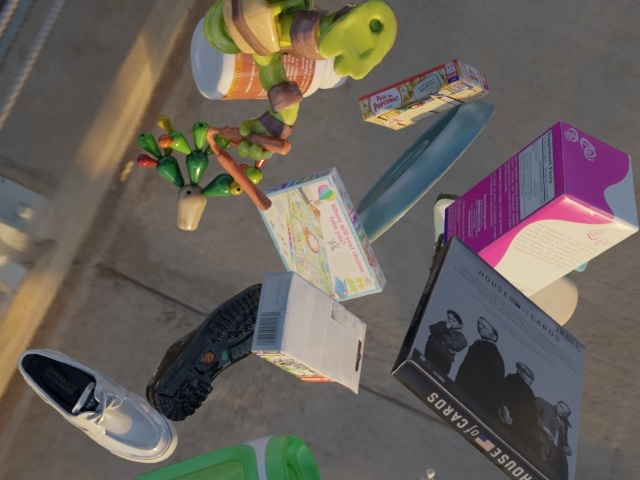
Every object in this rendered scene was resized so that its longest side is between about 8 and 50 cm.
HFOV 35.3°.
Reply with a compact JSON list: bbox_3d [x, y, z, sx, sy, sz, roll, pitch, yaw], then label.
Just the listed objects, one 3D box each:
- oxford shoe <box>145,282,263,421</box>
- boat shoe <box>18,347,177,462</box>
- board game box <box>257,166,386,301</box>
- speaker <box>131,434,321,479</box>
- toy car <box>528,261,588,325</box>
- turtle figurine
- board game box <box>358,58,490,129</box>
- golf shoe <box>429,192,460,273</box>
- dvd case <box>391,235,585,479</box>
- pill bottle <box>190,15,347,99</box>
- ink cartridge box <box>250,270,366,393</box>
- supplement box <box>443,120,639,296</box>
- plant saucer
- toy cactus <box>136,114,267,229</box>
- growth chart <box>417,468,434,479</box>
[{"bbox_3d":[-0.151,0.136,1.347,0.227,0.096,0.082,-42,115,-21],"label":"oxford shoe"},{"bbox_3d":[-0.336,0.241,1.498,0.268,0.088,0.096,35,81,12],"label":"boat shoe"},{"bbox_3d":[0.000,0.000,1.174,0.104,0.026,0.154,-15,110,26],"label":"board game box"},{"bbox_3d":[-0.151,0.344,1.287,0.297,0.131,0.131,-22,86,17],"label":"speaker"},{"bbox_3d":[0.340,0.071,1.887,0.210,0.238,0.219,17,97,-32],"label":"toy car"},{"bbox_3d":[-0.030,-0.150,0.713,0.087,0.217,0.269,-19,102,-25],"label":"turtle figurine"},{"bbox_3d":[0.186,-0.257,1.795,0.194,0.147,0.045,-19,80,26],"label":"board game box"},{"bbox_3d":[0.219,0.021,1.653,0.077,0.094,0.198,0,115,30],"label":"golf shoe"},{"bbox_3d":[0.160,0.107,0.899,0.179,0.238,0.029,41,119,-4],"label":"dvd case"},{"bbox_3d":[-0.069,-0.267,1.465,0.216,0.121,0.121,-6,85,-31],"label":"pill bottle"},{"bbox_3d":[-0.006,0.073,0.767,0.029,0.115,0.062,-5,64,31],"label":"ink cartridge box"},{"bbox_3d":[0.253,-0.025,1.188,0.111,0.220,0.113,23,54,-23],"label":"supplement box"},{"bbox_3d":[0.146,-0.110,1.577,0.044,0.317,0.317,44,84,-4],"label":"plant saucer"},{"bbox_3d":[-0.200,-0.101,1.613,0.219,0.112,0.180,13,111,1],"label":"toy cactus"},{"bbox_3d":[0.155,0.498,1.748,0.021,0.237,0.171,13,111,22],"label":"growth chart"}]
